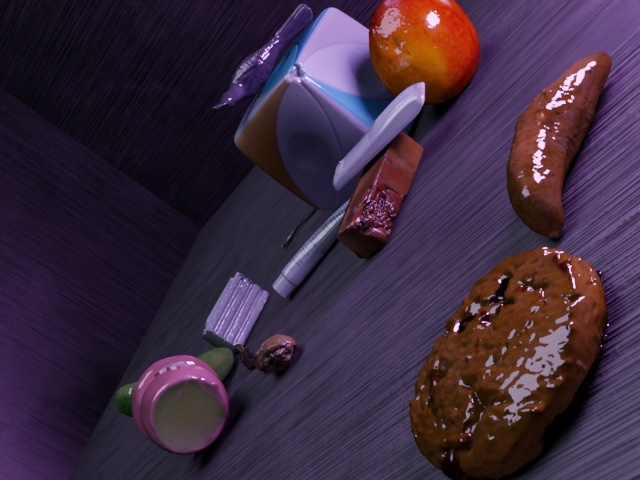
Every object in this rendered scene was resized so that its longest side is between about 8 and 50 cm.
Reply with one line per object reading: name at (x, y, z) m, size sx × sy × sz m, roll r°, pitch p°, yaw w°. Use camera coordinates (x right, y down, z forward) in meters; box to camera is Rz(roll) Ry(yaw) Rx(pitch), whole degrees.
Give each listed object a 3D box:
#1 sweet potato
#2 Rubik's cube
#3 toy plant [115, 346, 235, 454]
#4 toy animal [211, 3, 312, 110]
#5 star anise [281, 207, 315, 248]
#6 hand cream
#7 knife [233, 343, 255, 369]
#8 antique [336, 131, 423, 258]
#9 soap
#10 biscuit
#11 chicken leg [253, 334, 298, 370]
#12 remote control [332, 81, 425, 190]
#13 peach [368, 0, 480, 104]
sweet potato at (0.328, -0.143, 1.112) m, size 0.114 × 0.092 × 0.341 m, roll -2°, pitch 49°, yaw 41°
Rubik's cube at (0.025, -0.334, 2.029) m, size 0.347 × 0.352 × 0.351 m, roll -39°, pitch 18°, yaw 45°
toy plant at (-0.310, 0.363, 1.828) m, size 0.317 × 0.210 × 0.356 m, roll -23°, pitch 1°, yaw -17°
toy animal at (-0.164, -0.441, 2.020) m, size 0.367 × 0.081 × 0.206 m, roll -50°, pitch 8°, yaw -12°
star anise at (-0.017, -0.079, 2.262) m, size 0.227 × 0.218 × 0.148 m, roll 84°, pitch 165°, yaw -46°
hand cream at (0.000, 0.000, 1.918) m, size 0.331 × 0.058 × 0.085 m, roll -52°, pitch 12°, yaw 9°
knife at (-0.183, 0.285, 1.917) m, size 0.045 × 0.021 × 0.222 m, roll -57°, pitch 18°, yaw -10°
antique at (0.130, -0.104, 1.680) m, size 0.093 × 0.087 × 0.310 m, roll -37°, pitch 21°, yaw 47°
soap at (-0.229, 0.197, 2.094) m, size 0.063 × 0.114 × 0.198 m, roll -38°, pitch 20°, yaw 51°
biscuit at (0.201, 0.131, 0.894) m, size 0.296 × 0.075 × 0.296 m, roll -50°, pitch 14°, yaw 18°
chicken leg at (-0.110, 0.248, 1.679) m, size 0.085 × 0.069 × 0.198 m, roll -59°, pitch 7°, yaw -24°
remote control at (0.124, -0.231, 1.723) m, size 0.293 × 0.051 × 0.103 m, roll -46°, pitch 16°, yaw 28°
peach at (0.229, -0.448, 1.796) m, size 0.281 × 0.281 × 0.238 m, roll -58°, pitch 15°, yaw -15°
